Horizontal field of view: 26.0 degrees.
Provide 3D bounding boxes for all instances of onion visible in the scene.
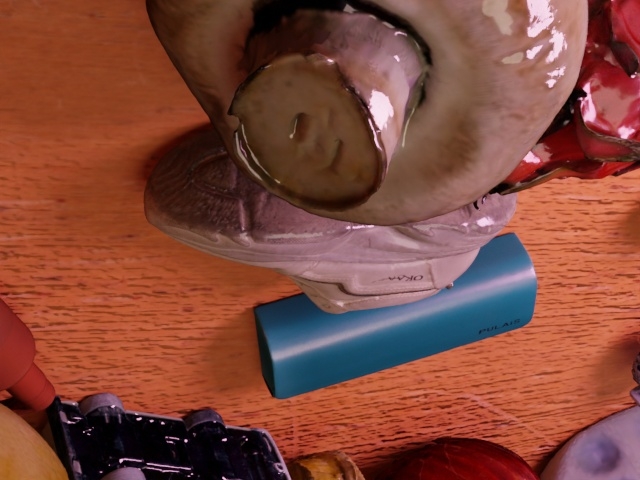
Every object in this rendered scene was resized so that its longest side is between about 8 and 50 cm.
[{"bbox_3d":[0.161,0.371,1.669,0.276,0.276,0.276,-13,136,-13],"label":"onion"}]

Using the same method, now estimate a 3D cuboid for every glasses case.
[{"bbox_3d":[0.083,0.089,1.493,0.301,0.070,0.117,-17,137,-11],"label":"glasses case"}]

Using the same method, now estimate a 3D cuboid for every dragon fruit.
[{"bbox_3d":[0.210,-0.149,1.214,0.293,0.234,0.234,-33,137,-3],"label":"dragon fruit"}]

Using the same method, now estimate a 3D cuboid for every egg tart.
[{"bbox_3d":[-0.027,0.316,1.574,0.074,0.191,0.191,30,115,-28],"label":"egg tart"}]

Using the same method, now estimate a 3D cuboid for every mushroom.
[{"bbox_3d":[0.026,-0.163,1.048,0.352,0.260,0.352,14,137,14],"label":"mushroom"}]

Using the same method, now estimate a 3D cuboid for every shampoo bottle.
[{"bbox_3d":[-0.321,0.090,1.289,0.085,0.085,0.244,-27,138,1],"label":"shampoo bottle"}]

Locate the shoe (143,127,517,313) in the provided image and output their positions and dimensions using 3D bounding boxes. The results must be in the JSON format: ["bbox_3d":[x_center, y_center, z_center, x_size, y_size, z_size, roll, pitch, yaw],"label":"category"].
[{"bbox_3d":[0.000,0.000,1.320,0.342,0.132,0.210,1,146,-12],"label":"shoe"}]

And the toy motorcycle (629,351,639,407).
[{"bbox_3d":[0.504,0.150,1.727,0.270,0.106,0.159,-17,130,-16],"label":"toy motorcycle"}]

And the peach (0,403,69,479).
[{"bbox_3d":[-0.388,0.272,1.276,0.315,0.281,0.314,-18,106,4],"label":"peach"}]

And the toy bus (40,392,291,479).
[{"bbox_3d":[-0.181,0.274,1.496,0.276,0.134,0.165,15,123,-34],"label":"toy bus"}]

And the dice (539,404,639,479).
[{"bbox_3d":[0.453,0.389,1.809,0.264,0.268,0.262,-23,137,-2],"label":"dice"}]
